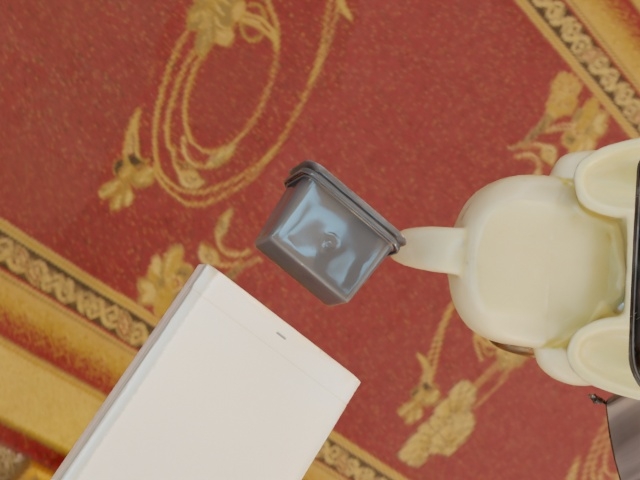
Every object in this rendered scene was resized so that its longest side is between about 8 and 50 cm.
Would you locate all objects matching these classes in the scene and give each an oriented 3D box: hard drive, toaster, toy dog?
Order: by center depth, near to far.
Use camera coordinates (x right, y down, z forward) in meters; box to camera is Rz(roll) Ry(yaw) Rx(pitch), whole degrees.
[{"bbox_3d":[-0.119,0.205,0.996,0.203,0.040,0.308,39,72,-20],"label":"hard drive"},{"bbox_3d":[0.290,0.050,1.297,0.395,0.408,0.285,-7,87,6],"label":"toy dog"},{"bbox_3d":[0.505,0.288,1.523,0.185,0.168,0.110,7,148,-19],"label":"toaster"}]

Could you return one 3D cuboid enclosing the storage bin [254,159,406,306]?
[{"bbox_3d":[0.000,0.000,1.078,0.135,0.098,0.091,41,70,-12],"label":"storage bin"}]

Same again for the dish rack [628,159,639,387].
[{"bbox_3d":[0.343,0.052,0.723,0.271,0.208,0.074,26,144,-14],"label":"dish rack"}]
